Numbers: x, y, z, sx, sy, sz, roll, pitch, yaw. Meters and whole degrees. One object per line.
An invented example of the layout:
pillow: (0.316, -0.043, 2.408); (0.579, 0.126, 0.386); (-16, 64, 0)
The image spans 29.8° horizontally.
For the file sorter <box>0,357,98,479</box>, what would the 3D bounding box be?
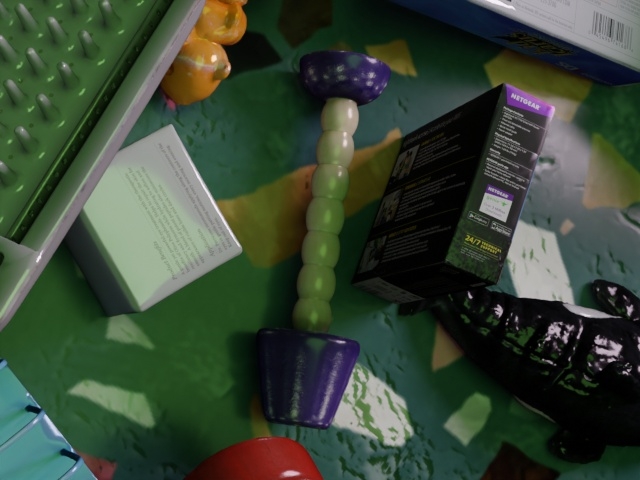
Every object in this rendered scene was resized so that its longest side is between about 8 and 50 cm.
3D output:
file sorter: (-0.204, 0.175, 0.781); (0.118, 0.104, 0.170); (-39, 98, -19)

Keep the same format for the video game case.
video game case: (0.176, -0.274, 0.954); (0.269, 0.061, 0.244); (13, 81, -36)

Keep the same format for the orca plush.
orca plush: (0.212, 0.081, 0.943); (0.287, 0.102, 0.151); (41, 73, -12)

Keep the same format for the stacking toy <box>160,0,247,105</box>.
stacking toy: (-0.054, -0.241, 0.866); (0.166, 0.175, 0.301); (9, 99, -57)

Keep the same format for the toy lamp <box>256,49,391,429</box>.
toy lamp: (0.000, 0.000, 0.888); (0.080, 0.080, 0.274); (9, 80, -19)

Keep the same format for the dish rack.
dish rack: (-0.240, -0.099, 0.764); (0.286, 0.072, 0.333); (24, 74, 18)

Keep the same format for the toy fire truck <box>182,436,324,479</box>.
toy fire truck: (-0.071, 0.282, 0.751); (0.254, 0.302, 0.169); (-28, 53, -7)

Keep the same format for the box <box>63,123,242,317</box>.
box: (-0.126, -0.010, 0.830); (0.087, 0.102, 0.101); (-32, 96, -22)

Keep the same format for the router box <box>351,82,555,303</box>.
router box: (0.091, -0.027, 0.869); (0.046, 0.179, 0.133); (23, 77, -14)
